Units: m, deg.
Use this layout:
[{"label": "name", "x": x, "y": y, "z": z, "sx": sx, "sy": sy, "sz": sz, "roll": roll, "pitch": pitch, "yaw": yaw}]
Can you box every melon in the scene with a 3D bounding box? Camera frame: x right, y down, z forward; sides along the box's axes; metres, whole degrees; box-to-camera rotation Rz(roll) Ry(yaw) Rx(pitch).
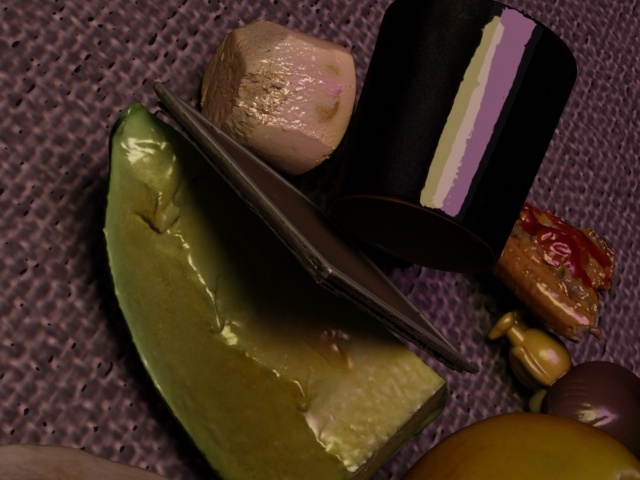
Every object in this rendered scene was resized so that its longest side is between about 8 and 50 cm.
[{"label": "melon", "x": -0.053, "y": 0.048, "z": 0.949, "sx": 0.323, "sy": 0.124, "sz": 0.196, "roll": 50, "pitch": 45, "yaw": 2}]

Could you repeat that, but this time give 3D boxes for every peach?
[{"label": "peach", "x": 0.144, "y": 0.239, "z": 0.944, "sx": 0.231, "sy": 0.231, "sz": 0.231, "roll": 20, "pitch": 56, "yaw": -31}]

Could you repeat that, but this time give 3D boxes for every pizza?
[{"label": "pizza", "x": 0.230, "y": 0.012, "z": 1.222, "sx": 0.199, "sy": 0.062, "sz": 0.188, "roll": -5, "pitch": 50, "yaw": -53}]

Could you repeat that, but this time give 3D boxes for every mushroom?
[{"label": "mushroom", "x": -0.135, "y": 0.185, "z": 0.835, "sx": 0.223, "sy": 0.081, "sz": 0.092, "roll": 18, "pitch": 38, "yaw": -35}]

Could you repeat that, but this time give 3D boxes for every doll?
[{"label": "doll", "x": 0.233, "y": 0.140, "z": 1.168, "sx": 0.145, "sy": 0.096, "sz": 0.188, "roll": 15, "pitch": 31, "yaw": -51}]

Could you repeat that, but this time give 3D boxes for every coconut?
[{"label": "coconut", "x": -0.027, "y": -0.114, "z": 1.062, "sx": 0.122, "sy": 0.116, "sz": 0.116, "roll": 14, "pitch": 59, "yaw": -29}]

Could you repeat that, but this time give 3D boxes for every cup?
[{"label": "cup", "x": 0.113, "y": -0.067, "z": 1.070, "sx": 0.239, "sy": 0.166, "sz": 0.177, "roll": 54, "pitch": 52, "yaw": -62}]

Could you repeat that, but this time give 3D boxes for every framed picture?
[{"label": "framed picture", "x": 0.000, "y": 0.000, "z": 0.951, "sx": 0.217, "sy": 0.017, "sz": 0.274, "roll": 48, "pitch": 7, "yaw": 34}]
